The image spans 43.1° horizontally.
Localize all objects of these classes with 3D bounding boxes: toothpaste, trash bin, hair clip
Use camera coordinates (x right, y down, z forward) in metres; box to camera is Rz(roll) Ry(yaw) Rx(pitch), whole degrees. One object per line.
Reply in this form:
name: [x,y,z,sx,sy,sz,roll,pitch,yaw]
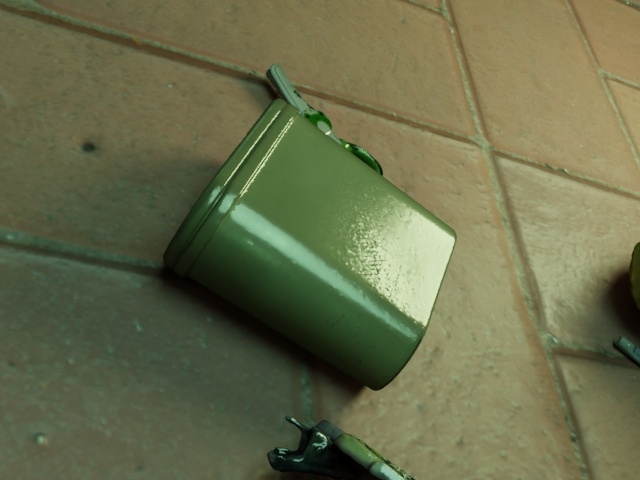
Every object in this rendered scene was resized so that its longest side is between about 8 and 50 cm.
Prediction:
toothpaste: [0.409,0.150,1.027,0.083,0.015,0.024,39,51,-4]
trash bin: [0.000,0.000,0.829,0.247,0.121,0.243,34,43,-7]
hair clip: [0.049,0.201,0.679,0.187,0.146,0.056,26,77,-2]

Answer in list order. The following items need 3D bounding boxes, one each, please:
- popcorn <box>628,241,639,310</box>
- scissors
popcorn: [0.545,0.054,1.045,0.276,0.276,0.225,52,11,17]
scissors: [-0.008,-0.139,1.004,0.101,0.027,0.204,-21,69,-45]
